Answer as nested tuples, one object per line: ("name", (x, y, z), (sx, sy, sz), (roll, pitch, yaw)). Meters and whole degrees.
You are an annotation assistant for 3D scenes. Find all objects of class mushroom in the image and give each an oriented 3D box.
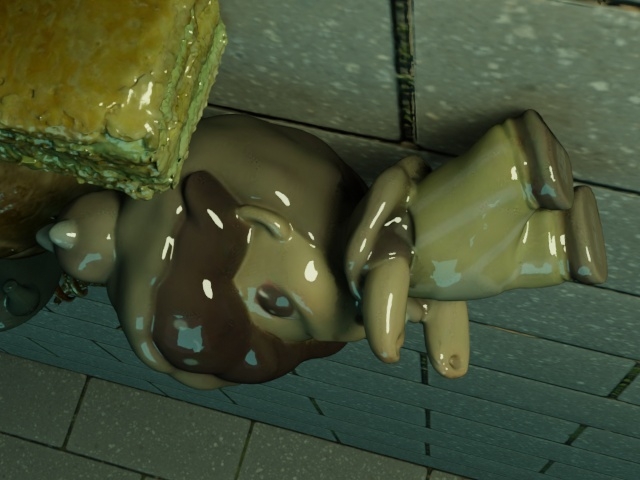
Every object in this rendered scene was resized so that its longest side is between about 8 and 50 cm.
("mushroom", (-0.294, -0.055, 0.834), (0.278, 0.146, 0.278), (-3, 173, 0))

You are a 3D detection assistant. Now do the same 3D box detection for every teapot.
("teapot", (-0.417, 0.003, 1.156), (0.239, 0.162, 0.149), (41, 164, 26))

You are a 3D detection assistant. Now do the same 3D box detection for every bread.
("bread", (-0.164, -0.110, 0.575), (0.196, 0.138, 0.102), (15, 159, 9))

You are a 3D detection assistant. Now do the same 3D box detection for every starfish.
("starfish", (-0.316, 0.068, 1.359), (0.146, 0.074, 0.190), (26, 160, -24))

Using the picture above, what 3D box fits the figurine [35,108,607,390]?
("figurine", (0.001, 0.000, 0.700), (0.380, 0.203, 0.248), (-8, 159, 29))
